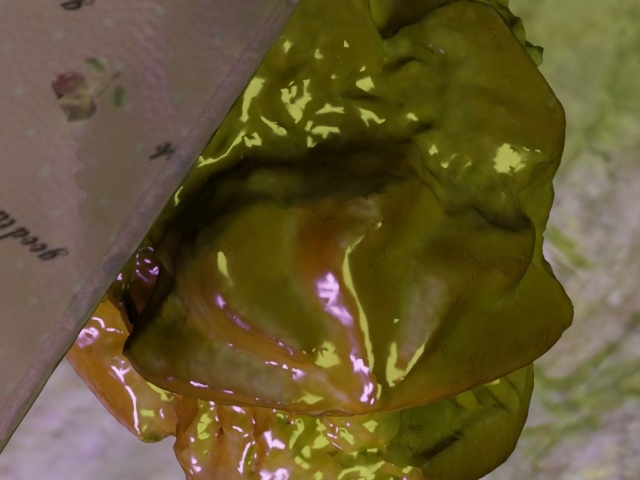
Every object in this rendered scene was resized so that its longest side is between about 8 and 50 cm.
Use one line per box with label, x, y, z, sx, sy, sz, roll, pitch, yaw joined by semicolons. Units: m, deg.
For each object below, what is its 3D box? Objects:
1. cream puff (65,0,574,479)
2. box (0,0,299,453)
cream puff;-0.006;0.001;0.581;0.194;0.195;0.221;-18;128;-17
box;-0.198;-0.025;0.440;0.225;0.190;0.297;22;110;-39
